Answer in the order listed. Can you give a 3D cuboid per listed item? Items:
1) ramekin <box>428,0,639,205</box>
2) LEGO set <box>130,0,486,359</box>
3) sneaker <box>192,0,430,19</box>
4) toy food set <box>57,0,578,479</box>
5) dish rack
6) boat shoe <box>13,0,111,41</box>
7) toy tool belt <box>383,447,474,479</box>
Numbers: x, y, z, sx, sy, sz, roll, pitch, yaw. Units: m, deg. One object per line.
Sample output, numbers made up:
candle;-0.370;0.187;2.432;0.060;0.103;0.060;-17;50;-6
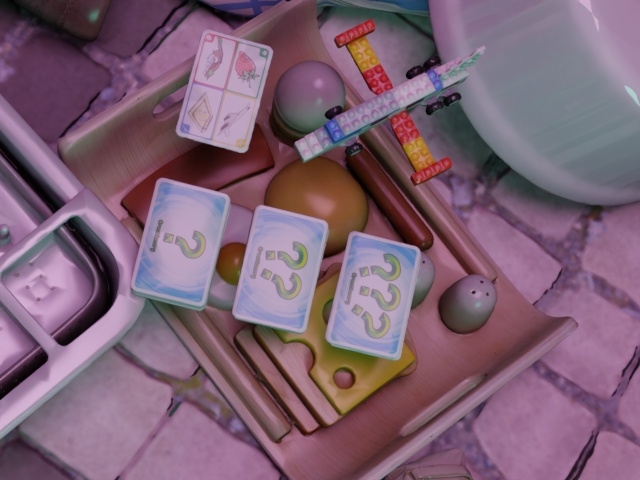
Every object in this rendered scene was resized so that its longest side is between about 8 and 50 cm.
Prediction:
ramekin;0.225;-0.171;1.099;0.277;0.135;0.277;7;77;-30
LEGO set;-0.004;-0.063;1.011;0.182;0.060;0.244;15;77;-5
sneaker;0.012;-0.208;1.140;0.237;0.086;0.085;-1;73;-11
toy food set;0.000;0.000;1.061;0.219;0.092;0.306;-35;81;-20
dish rack;-0.309;0.006;1.007;0.285;0.072;0.333;-40;83;-20
boat shoe;-0.116;-0.296;1.132;0.123;0.123;0.342;32;72;-9
toy tool belt;0.065;0.174;1.037;0.083;0.052;0.051;-17;67;-16
